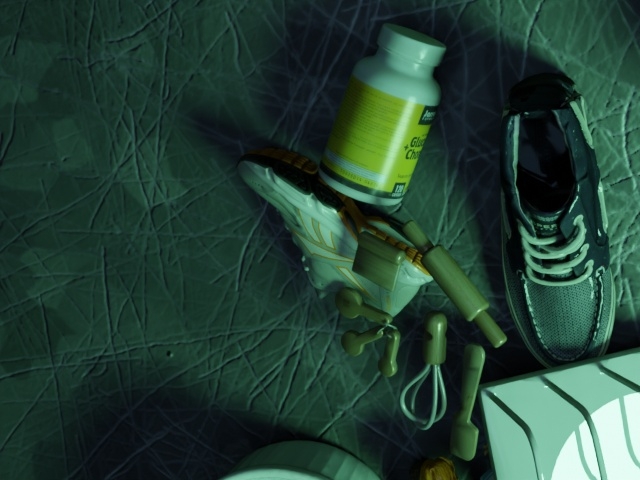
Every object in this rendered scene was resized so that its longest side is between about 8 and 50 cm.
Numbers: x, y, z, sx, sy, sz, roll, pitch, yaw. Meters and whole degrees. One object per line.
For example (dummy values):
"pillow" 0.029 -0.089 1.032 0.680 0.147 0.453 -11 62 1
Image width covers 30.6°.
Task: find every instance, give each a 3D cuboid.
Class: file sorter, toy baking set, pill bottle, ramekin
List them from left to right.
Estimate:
"ramekin" -0.029 0.380 1.428 0.277 0.135 0.277 4 105 14
"pill bottle" 0.072 -0.139 1.287 0.103 0.103 0.184 23 109 8
"toy baking set" 0.114 0.104 1.268 0.256 0.030 0.197 49 133 17
"file sorter" 0.333 0.232 1.226 0.277 0.173 0.193 -12 98 -5

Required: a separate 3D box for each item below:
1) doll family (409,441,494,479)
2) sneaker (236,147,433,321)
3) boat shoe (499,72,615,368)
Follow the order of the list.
"doll family" 0.208 0.299 1.352 0.262 0.118 0.163 -20 100 17
"sneaker" 0.000 0.000 1.348 0.262 0.099 0.121 36 114 5
"boat shoe" 0.244 0.000 1.248 0.127 0.158 0.341 -8 101 17
